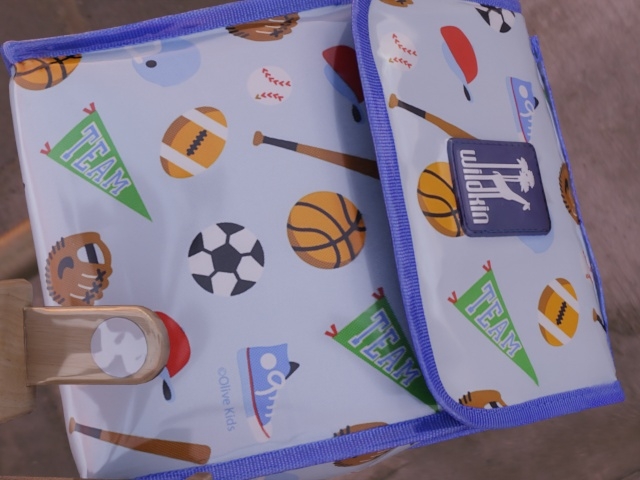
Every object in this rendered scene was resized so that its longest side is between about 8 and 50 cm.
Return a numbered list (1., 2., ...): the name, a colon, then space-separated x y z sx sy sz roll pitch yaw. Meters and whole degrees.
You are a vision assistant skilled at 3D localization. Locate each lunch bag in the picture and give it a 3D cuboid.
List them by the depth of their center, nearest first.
1. lunch bag: 0.000 0.000 0.828 0.386 0.239 0.327 -10 80 -8

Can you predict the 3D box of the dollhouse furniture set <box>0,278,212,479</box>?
1. dollhouse furniture set: -0.186 0.176 0.508 0.174 0.355 0.303 -2 91 15
